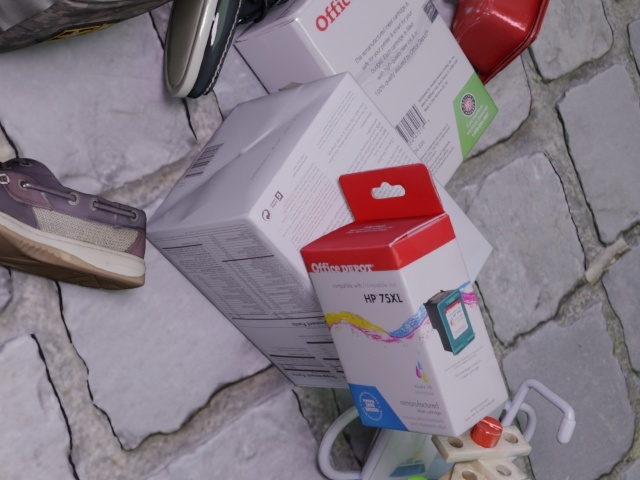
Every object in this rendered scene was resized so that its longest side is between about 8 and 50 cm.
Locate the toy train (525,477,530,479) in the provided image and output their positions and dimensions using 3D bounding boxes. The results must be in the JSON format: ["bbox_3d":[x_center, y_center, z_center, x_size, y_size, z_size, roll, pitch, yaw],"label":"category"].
[{"bbox_3d":[0.195,0.362,1.281,0.143,0.105,0.248,-30,131,-3],"label":"toy train"}]

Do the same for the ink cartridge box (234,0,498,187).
[{"bbox_3d":[0.060,-0.190,1.334,0.273,0.115,0.198,54,54,-22],"label":"ink cartridge box"}]

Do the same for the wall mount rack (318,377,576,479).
[{"bbox_3d":[0.146,0.304,1.347,0.350,0.130,0.304,7,114,-39],"label":"wall mount rack"}]

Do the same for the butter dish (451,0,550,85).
[{"bbox_3d":[0.218,-0.303,1.483,0.118,0.160,0.159,26,66,-11],"label":"butter dish"}]

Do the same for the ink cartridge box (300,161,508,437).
[{"bbox_3d":[0.068,0.054,1.038,0.078,0.134,0.231,-28,103,-35],"label":"ink cartridge box"}]

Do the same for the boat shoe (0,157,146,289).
[{"bbox_3d":[-0.275,-0.029,1.043,0.285,0.103,0.092,23,65,-40],"label":"boat shoe"}]

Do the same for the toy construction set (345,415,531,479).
[{"bbox_3d":[0.100,0.330,1.165,0.215,0.151,0.327,11,107,-13],"label":"toy construction set"}]

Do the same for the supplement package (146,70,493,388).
[{"bbox_3d":[0.000,0.000,1.202,0.262,0.198,0.199,48,59,-25],"label":"supplement package"}]

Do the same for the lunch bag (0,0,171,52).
[{"bbox_3d":[-0.210,-0.280,1.035,0.169,0.235,0.287,47,57,-29],"label":"lunch bag"}]

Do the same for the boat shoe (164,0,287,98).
[{"bbox_3d":[-0.081,-0.292,1.221,0.113,0.127,0.340,19,62,-25],"label":"boat shoe"}]
